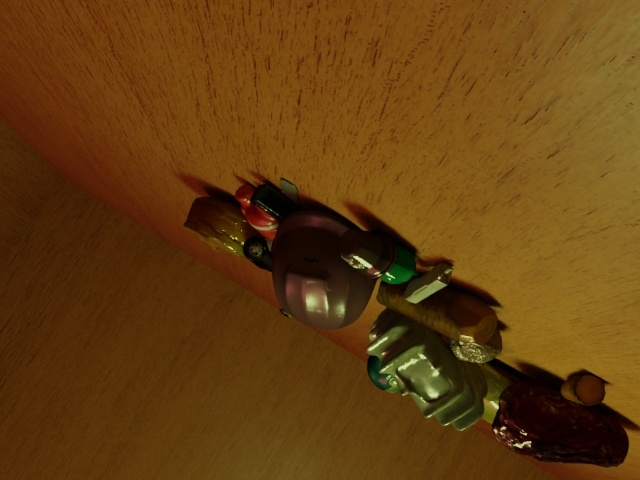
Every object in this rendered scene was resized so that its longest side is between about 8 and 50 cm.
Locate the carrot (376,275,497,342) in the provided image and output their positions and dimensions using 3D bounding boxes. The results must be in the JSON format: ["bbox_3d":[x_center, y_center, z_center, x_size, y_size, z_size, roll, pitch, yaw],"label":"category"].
[{"bbox_3d":[0.263,0.149,1.528,0.302,0.114,0.114,22,164,46],"label":"carrot"}]

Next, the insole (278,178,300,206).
[{"bbox_3d":[-0.075,-0.109,1.572,0.064,0.004,0.188,29,167,5],"label":"insole"}]

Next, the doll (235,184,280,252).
[{"bbox_3d":[-0.103,-0.021,1.775,0.200,0.105,0.336,20,155,40],"label":"doll"}]

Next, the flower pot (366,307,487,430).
[{"bbox_3d":[0.294,0.327,1.742,0.367,0.164,0.254,46,-158,-3],"label":"flower pot"}]

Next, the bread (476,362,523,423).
[{"bbox_3d":[0.532,0.462,1.993,0.270,0.148,0.270,31,164,10],"label":"bread"}]

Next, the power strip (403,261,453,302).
[{"bbox_3d":[0.234,0.092,1.426,0.030,0.047,0.191,26,151,-11],"label":"power strip"}]

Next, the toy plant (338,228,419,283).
[{"bbox_3d":[0.129,0.037,1.438,0.200,0.105,0.143,27,178,-35],"label":"toy plant"}]

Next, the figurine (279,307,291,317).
[{"bbox_3d":[-0.056,0.170,2.214,0.169,0.218,0.327,3,165,0],"label":"figurine"}]

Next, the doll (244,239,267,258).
[{"bbox_3d":[-0.292,-0.020,2.206,0.241,0.099,0.135,33,-170,0],"label":"doll"}]

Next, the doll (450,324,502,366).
[{"bbox_3d":[0.381,0.238,1.592,0.115,0.105,0.221,40,165,12],"label":"doll"}]

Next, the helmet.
[{"bbox_3d":[-0.002,0.095,1.601,0.271,0.197,0.338,13,155,15],"label":"helmet"}]

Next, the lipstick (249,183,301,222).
[{"bbox_3d":[-0.035,-0.033,1.642,0.312,0.051,0.051,35,162,-26],"label":"lipstick"}]

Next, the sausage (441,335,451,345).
[{"bbox_3d":[0.359,0.314,1.963,0.098,0.098,0.238,36,165,-19],"label":"sausage"}]

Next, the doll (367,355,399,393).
[{"bbox_3d":[0.283,0.485,2.558,0.186,0.198,0.322,41,180,16],"label":"doll"}]

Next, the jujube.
[{"bbox_3d":[0.637,0.497,1.760,0.342,0.216,0.216,18,165,8],"label":"jujube"}]

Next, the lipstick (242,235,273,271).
[{"bbox_3d":[-0.161,0.050,1.997,0.081,0.081,0.300,28,175,15],"label":"lipstick"}]

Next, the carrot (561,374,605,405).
[{"bbox_3d":[0.621,0.365,1.600,0.072,0.072,0.205,29,169,11],"label":"carrot"}]

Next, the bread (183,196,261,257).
[{"bbox_3d":[-0.295,-0.046,2.005,0.195,0.142,0.269,38,168,-39],"label":"bread"}]
